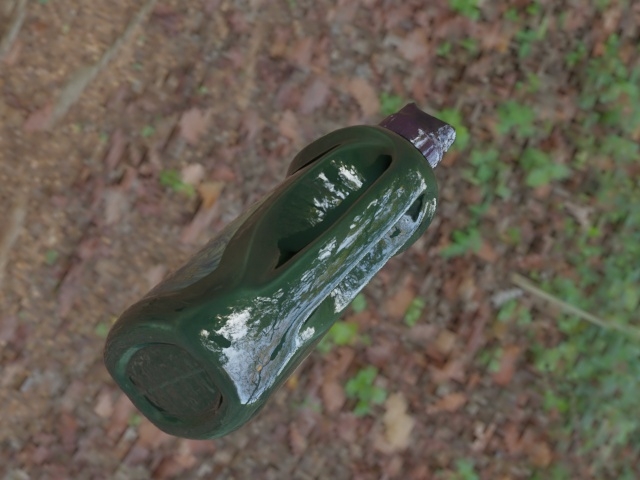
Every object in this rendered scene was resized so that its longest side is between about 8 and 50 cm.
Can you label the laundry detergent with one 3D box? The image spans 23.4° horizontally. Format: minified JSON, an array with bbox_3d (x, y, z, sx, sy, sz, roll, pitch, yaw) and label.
[{"bbox_3d":[0.000,0.000,0.757,0.222,0.078,0.144,-43,-173,-28],"label":"laundry detergent"}]
